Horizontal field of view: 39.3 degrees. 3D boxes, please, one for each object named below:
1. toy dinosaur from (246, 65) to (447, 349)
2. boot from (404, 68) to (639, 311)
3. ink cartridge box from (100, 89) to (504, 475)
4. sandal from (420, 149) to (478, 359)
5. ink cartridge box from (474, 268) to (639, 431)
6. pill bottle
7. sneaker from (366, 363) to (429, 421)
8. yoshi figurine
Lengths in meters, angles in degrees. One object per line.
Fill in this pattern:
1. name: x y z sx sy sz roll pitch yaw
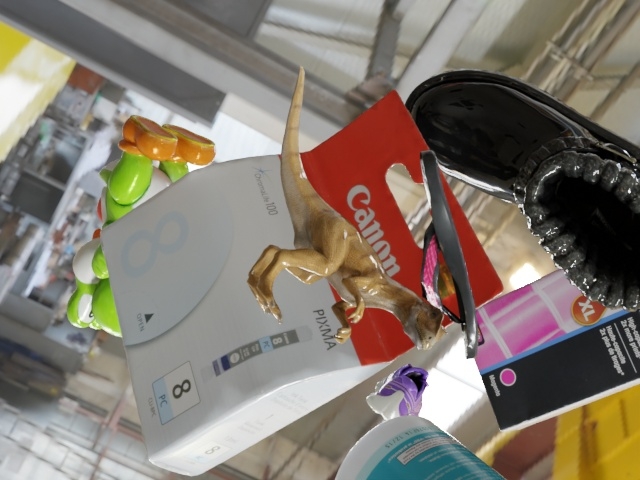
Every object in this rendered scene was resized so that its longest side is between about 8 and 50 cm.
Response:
1. toy dinosaur: 0.000 0.000 0.604 0.112 0.211 0.064 -32 161 -10
2. boot: 0.219 -0.070 0.921 0.260 0.348 0.131 -37 146 -62
3. ink cartridge box: -0.043 0.023 0.953 0.385 0.091 0.308 -33 -128 15
4. sandal: 0.098 0.014 0.754 0.067 0.040 0.179 -82 156 -83
5. ink cartridge box: 0.374 0.111 1.190 0.371 0.069 0.175 -30 -112 29
6. pill bottle: 0.137 0.285 0.829 0.264 0.146 0.146 32 -85 49
7. sneaker: 0.110 0.185 1.105 0.071 0.068 0.170 -48 172 7
8. yoshi figurine: -0.279 0.002 1.411 0.362 0.204 0.203 -65 -165 12
